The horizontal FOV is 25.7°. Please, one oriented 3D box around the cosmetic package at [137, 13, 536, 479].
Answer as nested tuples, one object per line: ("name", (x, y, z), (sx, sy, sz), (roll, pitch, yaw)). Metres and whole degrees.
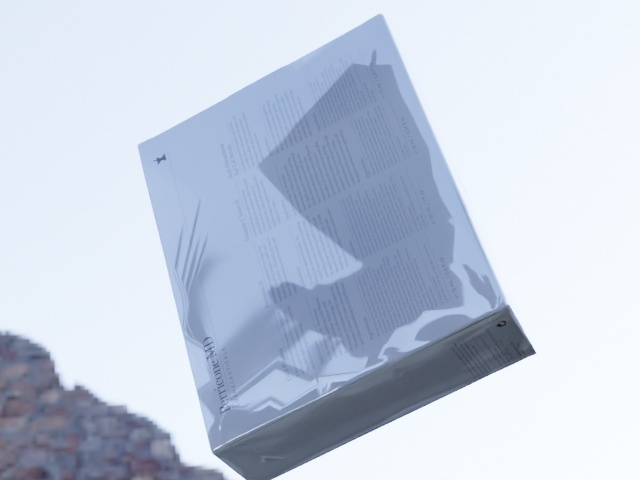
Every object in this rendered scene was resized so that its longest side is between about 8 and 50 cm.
("cosmetic package", (0.000, 0.000, 1.308), (0.284, 0.377, 0.097), (-25, -39, 9))
